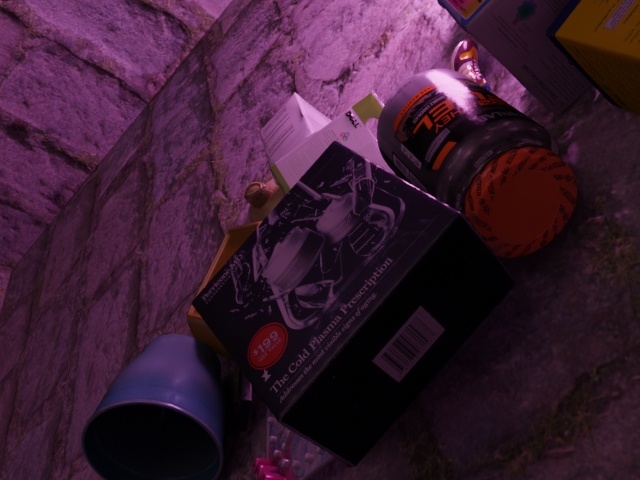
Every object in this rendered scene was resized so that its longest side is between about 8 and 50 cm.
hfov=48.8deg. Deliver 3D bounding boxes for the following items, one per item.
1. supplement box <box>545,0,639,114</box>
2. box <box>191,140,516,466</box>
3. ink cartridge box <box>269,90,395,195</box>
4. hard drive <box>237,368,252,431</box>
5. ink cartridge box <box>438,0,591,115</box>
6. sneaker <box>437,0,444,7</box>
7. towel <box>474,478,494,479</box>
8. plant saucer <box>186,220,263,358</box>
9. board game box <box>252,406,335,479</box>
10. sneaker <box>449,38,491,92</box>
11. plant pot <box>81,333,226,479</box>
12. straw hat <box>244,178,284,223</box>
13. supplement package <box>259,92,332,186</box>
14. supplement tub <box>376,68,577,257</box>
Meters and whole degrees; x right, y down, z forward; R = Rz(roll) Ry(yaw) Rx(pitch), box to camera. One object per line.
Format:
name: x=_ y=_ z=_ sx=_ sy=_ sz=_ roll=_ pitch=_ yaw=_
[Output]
supplement box: x=0.496 y=-0.248 z=0.871 sx=0.195 sy=0.194 sz=0.356 roll=-53 pitch=33 yaw=9
box: x=0.033 y=0.076 z=1.018 sx=0.343 sy=0.179 sz=0.312 roll=-49 pitch=38 yaw=-2
ink cartridge box: x=0.057 y=-0.135 z=1.380 sx=0.255 sy=0.097 sz=0.188 roll=-36 pitch=63 yaw=9
hard drive: x=-0.151 y=0.297 z=1.410 sx=0.135 sy=0.022 sz=0.094 roll=-98 pitch=15 yaw=-52
ink cartridge box: x=0.410 y=-0.422 z=1.063 sx=0.395 sy=0.270 sz=0.151 roll=-44 pitch=40 yaw=22
sneaker: x=0.369 y=-0.533 z=1.370 sx=0.315 sy=0.128 sz=0.182 roll=-46 pitch=37 yaw=32
towel: x=0.200 y=0.372 z=0.912 sx=0.067 sy=0.029 sz=0.119 roll=-26 pitch=45 yaw=42
plant saucer: x=-0.189 y=0.086 z=1.573 sx=0.333 sy=0.081 sz=0.332 roll=-7 pitch=57 yaw=66
board game box: x=-0.017 y=0.207 z=1.250 sx=0.390 sy=0.050 sz=0.389 roll=-49 pitch=31 yaw=38
sneaker: x=0.288 y=-0.300 z=1.331 sx=0.084 sy=0.070 sz=0.185 roll=-2 pitch=68 yaw=44
plant pot: x=-0.311 y=0.338 z=1.449 sx=0.272 sy=0.272 sz=0.255 roll=-41 pitch=21 yaw=25
straw hat: x=-0.157 y=-0.116 z=1.782 sx=0.144 sy=0.061 sz=0.144 roll=-33 pitch=40 yaw=34
supplement package: x=-0.032 y=-0.204 z=1.612 sx=0.134 sy=0.139 sz=0.244 roll=-45 pitch=33 yaw=19
supplement tub: x=0.237 y=-0.127 z=1.113 sx=0.207 sy=0.207 sz=0.338 roll=-50 pitch=33 yaw=13
